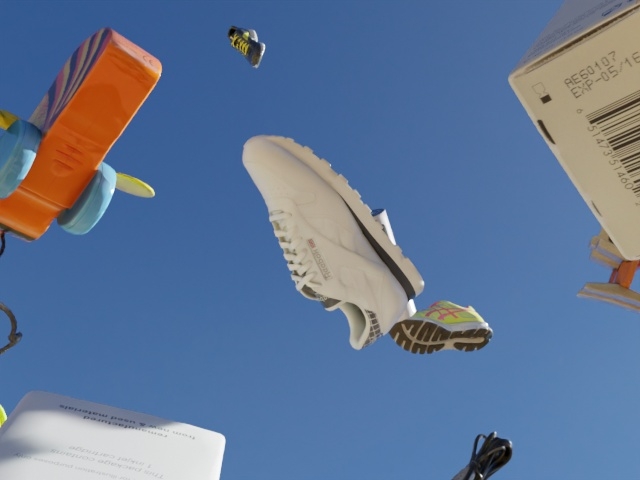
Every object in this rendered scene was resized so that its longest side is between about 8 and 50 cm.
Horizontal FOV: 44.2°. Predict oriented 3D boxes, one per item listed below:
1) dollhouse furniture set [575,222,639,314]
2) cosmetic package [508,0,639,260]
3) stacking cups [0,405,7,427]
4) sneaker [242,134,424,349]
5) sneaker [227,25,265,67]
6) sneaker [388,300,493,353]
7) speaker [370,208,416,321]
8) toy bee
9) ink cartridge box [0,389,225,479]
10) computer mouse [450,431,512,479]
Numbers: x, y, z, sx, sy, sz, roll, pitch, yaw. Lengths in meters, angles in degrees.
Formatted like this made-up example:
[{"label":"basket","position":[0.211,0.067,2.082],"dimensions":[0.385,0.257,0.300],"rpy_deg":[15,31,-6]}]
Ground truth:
[{"label":"dollhouse furniture set","position":[0.436,-0.029,1.015],"dimensions":[0.135,0.262,0.259],"rpy_deg":[19,-5,15]},{"label":"cosmetic package","position":[0.267,-0.141,0.593],"dimensions":[0.113,0.309,0.160],"rpy_deg":[-26,-73,43]},{"label":"stacking cups","position":[-0.322,0.230,0.798],"dimensions":[0.096,0.096,0.316],"rpy_deg":[6,-33,9]},{"label":"sneaker","position":[0.000,0.000,0.763],"dimensions":[0.235,0.095,0.090],"rpy_deg":[47,-15,-13]},{"label":"sneaker","position":[-0.094,-0.238,0.968],"dimensions":[0.035,0.083,0.031],"rpy_deg":[11,-61,-28]},{"label":"sneaker","position":[0.212,0.154,1.468],"dimensions":[0.208,0.094,0.081],"rpy_deg":[8,-52,-22]},{"label":"speaker","position":[0.073,0.033,0.968],"dimensions":[0.055,0.055,0.136],"rpy_deg":[-13,-80,24]},{"label":"toy bee","position":[-0.269,-0.067,0.717],"dimensions":[0.298,0.162,0.195],"rpy_deg":[-40,-55,-9]},{"label":"ink cartridge box","position":[-0.171,0.295,0.434],"dimensions":[0.160,0.385,0.279],"rpy_deg":[15,-80,-5]},{"label":"computer mouse","position":[0.115,0.258,0.708],"dimensions":[0.042,0.106,0.193],"rpy_deg":[31,-42,17]}]
